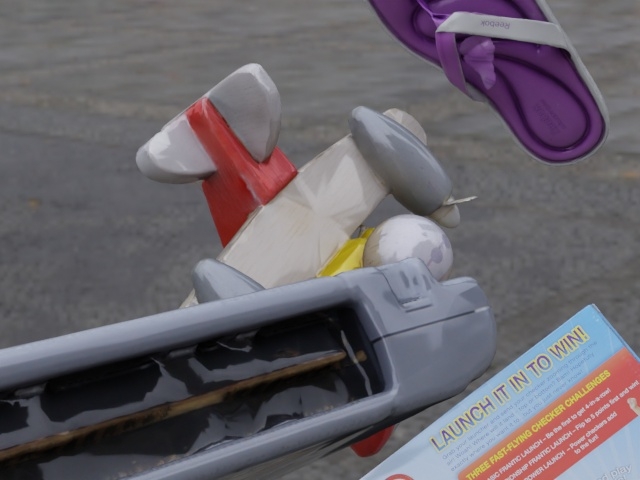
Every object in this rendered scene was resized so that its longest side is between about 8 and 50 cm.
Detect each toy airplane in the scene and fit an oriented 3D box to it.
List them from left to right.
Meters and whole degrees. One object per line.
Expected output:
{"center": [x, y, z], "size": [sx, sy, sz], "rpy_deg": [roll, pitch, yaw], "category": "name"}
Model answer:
{"center": [0.000, 0.000, 1.266], "size": [0.272, 0.386, 0.384], "rpy_deg": [-4, -19, 35], "category": "toy airplane"}

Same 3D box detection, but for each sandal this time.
{"center": [0.221, -0.222, 1.556], "size": [0.416, 0.169, 0.102], "rpy_deg": [35, 28, -29], "category": "sandal"}

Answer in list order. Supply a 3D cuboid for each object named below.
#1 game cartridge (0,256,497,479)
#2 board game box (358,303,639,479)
{"center": [-0.104, 0.081, 0.405], "size": [0.297, 0.062, 0.198], "rpy_deg": [-12, -19, -43], "category": "game cartridge"}
{"center": [0.222, 0.269, 1.164], "size": [0.308, 0.086, 0.302], "rpy_deg": [-37, 60, 2], "category": "board game box"}
